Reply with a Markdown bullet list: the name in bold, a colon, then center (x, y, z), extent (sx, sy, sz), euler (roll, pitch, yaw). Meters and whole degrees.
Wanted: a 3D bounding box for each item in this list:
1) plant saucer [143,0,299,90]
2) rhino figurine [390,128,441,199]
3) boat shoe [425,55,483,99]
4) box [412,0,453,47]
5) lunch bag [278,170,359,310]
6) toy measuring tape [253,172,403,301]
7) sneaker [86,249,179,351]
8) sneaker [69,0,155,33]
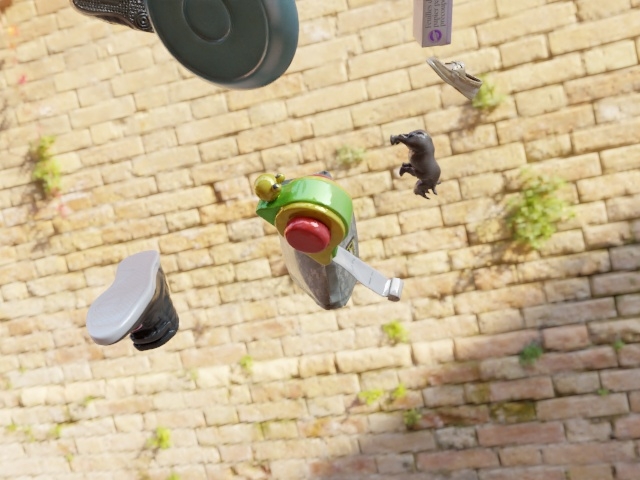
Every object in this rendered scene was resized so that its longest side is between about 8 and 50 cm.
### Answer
- **plant saucer**: center (-0.185, -0.392, 1.413), extent (0.318, 0.317, 0.043), euler (-7, 31, 38)
- **rhino figurine**: center (0.264, -0.196, 2.187), extent (0.106, 0.243, 0.073), euler (-4, 43, 21)
- **boat shoe**: center (0.317, -0.395, 1.940), extent (0.170, 0.063, 0.059), euler (25, -64, -39)
- **box**: center (0.213, -0.527, 1.548), extent (0.063, 0.324, 0.067), euler (-9, 36, -8)
- **lunch bag**: center (0.000, 0.000, 1.933), extent (0.169, 0.235, 0.287), euler (-13, 29, -10)
- **toy measuring tape**: center (0.037, -0.009, 1.260), extent (0.121, 0.330, 0.121), euler (-39, 31, 29)
- **sneaker**: center (-0.297, 0.134, 1.369), extent (0.105, 0.147, 0.296), euler (-15, 20, 5)
- **sneaker**: center (-0.371, -0.431, 1.536), extent (0.188, 0.066, 0.071), euler (13, 1, -24)
